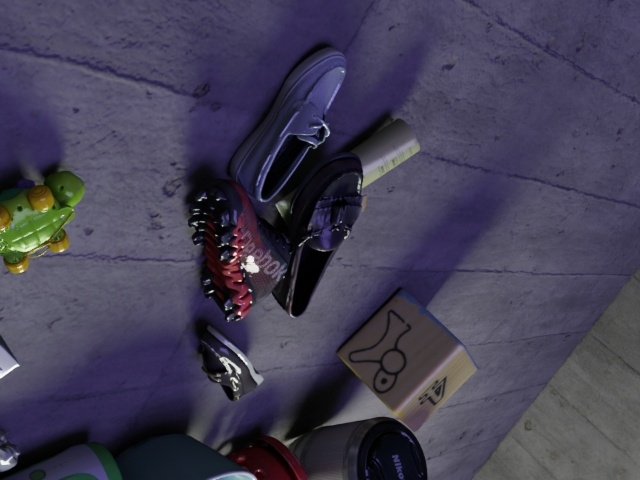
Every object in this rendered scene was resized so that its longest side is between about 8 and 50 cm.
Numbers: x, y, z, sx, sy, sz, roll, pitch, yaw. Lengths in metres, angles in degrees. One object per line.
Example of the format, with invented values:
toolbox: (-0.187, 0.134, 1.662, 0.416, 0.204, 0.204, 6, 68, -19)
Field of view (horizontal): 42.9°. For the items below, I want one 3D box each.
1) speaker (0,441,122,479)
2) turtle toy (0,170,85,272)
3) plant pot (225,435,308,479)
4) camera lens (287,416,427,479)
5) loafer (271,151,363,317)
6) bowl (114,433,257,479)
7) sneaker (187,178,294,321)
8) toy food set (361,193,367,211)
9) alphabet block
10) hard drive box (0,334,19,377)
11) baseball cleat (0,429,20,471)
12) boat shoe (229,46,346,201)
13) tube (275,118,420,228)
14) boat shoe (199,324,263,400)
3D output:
speaker: (-0.442, 0.401, 1.181, 0.297, 0.131, 0.131, -18, 139, -38)
turtle toy: (-0.315, -0.030, 0.891, 0.130, 0.066, 0.095, -31, 146, -25)
plant pot: (-0.125, 0.500, 1.617, 0.174, 0.191, 0.191, -29, 145, -31)
camera lens: (0.071, 0.495, 1.720, 0.219, 0.219, 0.274, -12, 172, -44)
loafer: (0.000, 0.000, 1.226, 0.109, 0.095, 0.302, -4, 143, -31)
bowl: (-0.278, 0.454, 1.404, 0.312, 0.163, 0.311, -32, 147, -24)
sneaker: (-0.105, -0.001, 1.150, 0.135, 0.097, 0.276, -32, 148, -22)
toy food set: (0.018, -0.041, 1.320, 0.122, 0.019, 0.078, -28, 159, -15)
alphabet block: (0.185, 0.253, 1.707, 0.197, 0.192, 0.193, -44, 147, -3)
hard drive box: (-0.477, 0.136, 0.867, 0.232, 0.089, 0.181, -38, 149, -15)
baseball cleat: (-0.472, 0.270, 1.047, 0.109, 0.072, 0.206, -33, 144, -9)
boat shoe: (-0.028, -0.148, 1.087, 0.227, 0.081, 0.079, -52, 149, 10)
tube: (0.042, -0.098, 1.257, 0.240, 0.062, 0.070, -34, 107, -6)
boat shoe: (-0.155, 0.210, 1.347, 0.069, 0.081, 0.227, -44, 152, -12)
